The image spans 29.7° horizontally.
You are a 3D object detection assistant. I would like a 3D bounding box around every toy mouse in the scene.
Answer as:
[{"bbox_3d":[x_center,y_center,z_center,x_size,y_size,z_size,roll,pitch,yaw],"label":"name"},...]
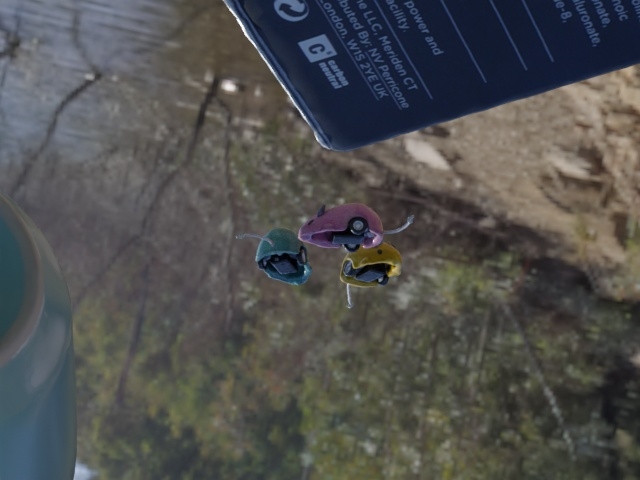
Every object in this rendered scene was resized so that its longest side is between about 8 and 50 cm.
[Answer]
[{"bbox_3d":[0.000,0.000,0.924,0.143,0.031,0.161,13,152,-25],"label":"toy mouse"}]

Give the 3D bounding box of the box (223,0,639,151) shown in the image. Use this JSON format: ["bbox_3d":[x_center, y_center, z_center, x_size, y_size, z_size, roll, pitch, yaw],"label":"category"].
[{"bbox_3d":[0.148,-0.263,0.651,0.395,0.294,0.212,-15,131,27],"label":"box"}]

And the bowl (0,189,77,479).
[{"bbox_3d":[-0.264,0.056,0.675,0.311,0.163,0.312,19,-139,-17],"label":"bowl"}]
